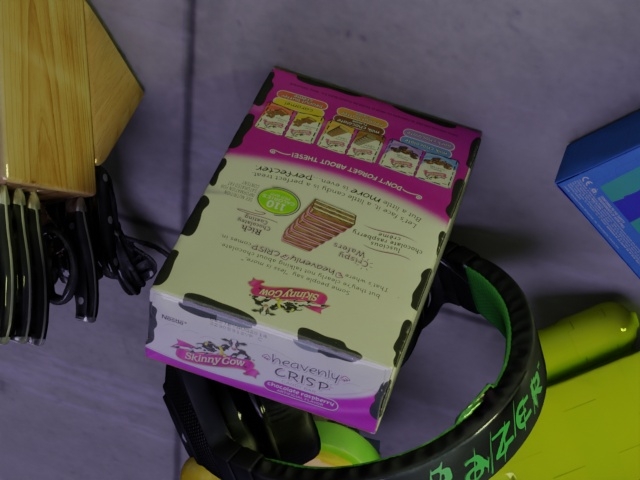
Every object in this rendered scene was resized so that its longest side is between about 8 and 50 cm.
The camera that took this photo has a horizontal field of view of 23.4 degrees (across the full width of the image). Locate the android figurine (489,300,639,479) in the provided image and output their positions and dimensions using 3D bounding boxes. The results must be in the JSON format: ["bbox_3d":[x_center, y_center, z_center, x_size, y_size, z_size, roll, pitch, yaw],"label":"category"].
[{"bbox_3d":[0.229,0.167,1.115,0.273,0.056,0.248,-24,85,2],"label":"android figurine"}]

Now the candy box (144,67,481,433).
[{"bbox_3d":[0.000,0.000,1.023,0.159,0.233,0.071,18,136,7],"label":"candy box"}]

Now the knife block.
[{"bbox_3d":[-0.227,-0.073,1.047,0.088,0.242,0.275,-9,127,29],"label":"knife block"}]

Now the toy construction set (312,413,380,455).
[{"bbox_3d":[0.097,0.256,1.284,0.328,0.151,0.215,26,143,2],"label":"toy construction set"}]

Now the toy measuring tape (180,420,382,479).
[{"bbox_3d":[0.055,0.215,1.163,0.330,0.121,0.121,20,136,2],"label":"toy measuring tape"}]

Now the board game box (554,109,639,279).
[{"bbox_3d":[0.284,-0.035,0.999,0.210,0.047,0.160,-25,117,39],"label":"board game box"}]

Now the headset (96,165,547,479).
[{"bbox_3d":[-0.028,0.053,1.101,0.394,0.243,0.185,19,140,42],"label":"headset"}]
